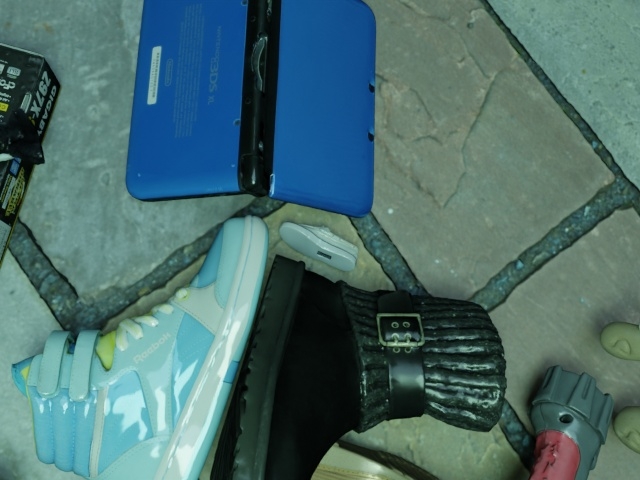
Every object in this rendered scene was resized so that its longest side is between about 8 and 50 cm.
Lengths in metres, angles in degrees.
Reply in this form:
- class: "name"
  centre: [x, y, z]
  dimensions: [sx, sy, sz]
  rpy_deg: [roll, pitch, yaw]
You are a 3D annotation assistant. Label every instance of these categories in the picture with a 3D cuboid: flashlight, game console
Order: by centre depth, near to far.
- class: "flashlight"
  centre: [0.217, 0.259, 0.631]
  dimensions: [0.103, 0.103, 0.304]
  rpy_deg: [19, 48, 24]
- class: "game console"
  centre: [-0.076, -0.177, 0.755]
  dimensions: [0.250, 0.173, 0.293]
  rpy_deg: [-3, 76, 21]

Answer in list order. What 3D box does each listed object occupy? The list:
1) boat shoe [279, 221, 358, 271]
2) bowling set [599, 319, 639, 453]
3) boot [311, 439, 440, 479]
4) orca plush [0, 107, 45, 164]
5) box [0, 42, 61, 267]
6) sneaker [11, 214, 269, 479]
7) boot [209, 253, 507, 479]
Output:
- class: "boat shoe"
  centre: [0.000, 0.000, 0.731]
  dimensions: [0.100, 0.035, 0.035]
  rpy_deg: [24, 48, 0]
- class: "bowling set"
  centre: [0.448, 0.210, 0.687]
  dimensions: [0.199, 0.154, 0.287]
  rpy_deg: [-11, 92, -19]
- class: "boot"
  centre: [0.030, 0.329, 0.654]
  dimensions: [0.248, 0.090, 0.207]
  rpy_deg: [24, 87, -6]
- class: "orca plush"
  centre: [-0.401, -0.049, 0.554]
  dimensions: [0.287, 0.102, 0.151]
  rpy_deg: [-15, 82, -13]
- class: "box"
  centre: [-0.477, -0.110, 0.645]
  dimensions: [0.321, 0.079, 0.257]
  rpy_deg: [13, 79, -7]
- class: "sneaker"
  centre: [-0.184, 0.097, 0.629]
  dimensions: [0.208, 0.127, 0.319]
  rpy_deg: [20, 75, -7]
- class: "boot"
  centre: [0.048, 0.162, 0.591]
  dimensions: [0.260, 0.131, 0.348]
  rpy_deg: [17, 43, -5]
